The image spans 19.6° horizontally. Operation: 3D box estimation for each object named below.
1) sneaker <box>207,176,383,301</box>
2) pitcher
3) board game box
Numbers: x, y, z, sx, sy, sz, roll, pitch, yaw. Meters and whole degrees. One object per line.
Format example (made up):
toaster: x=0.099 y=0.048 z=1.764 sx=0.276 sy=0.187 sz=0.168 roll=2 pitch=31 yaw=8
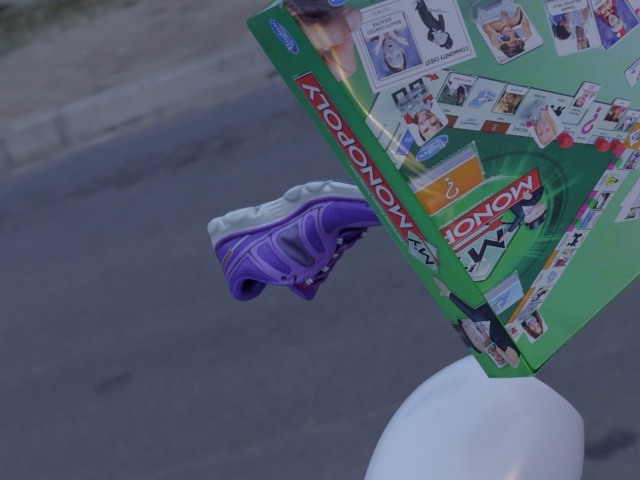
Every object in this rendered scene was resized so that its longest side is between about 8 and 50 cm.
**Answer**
sneaker: x=0.000 y=0.000 z=1.217 sx=0.068 sy=0.071 sz=0.170 roll=-6 pitch=-10 yaw=-45
pitcher: x=0.091 y=0.192 z=1.169 sx=0.125 sy=0.178 sz=0.207 roll=18 pitch=71 yaw=48
board game box: x=0.143 y=-0.110 z=0.930 sx=0.317 sy=0.213 sz=0.046 roll=-39 pitch=11 yaw=-24
